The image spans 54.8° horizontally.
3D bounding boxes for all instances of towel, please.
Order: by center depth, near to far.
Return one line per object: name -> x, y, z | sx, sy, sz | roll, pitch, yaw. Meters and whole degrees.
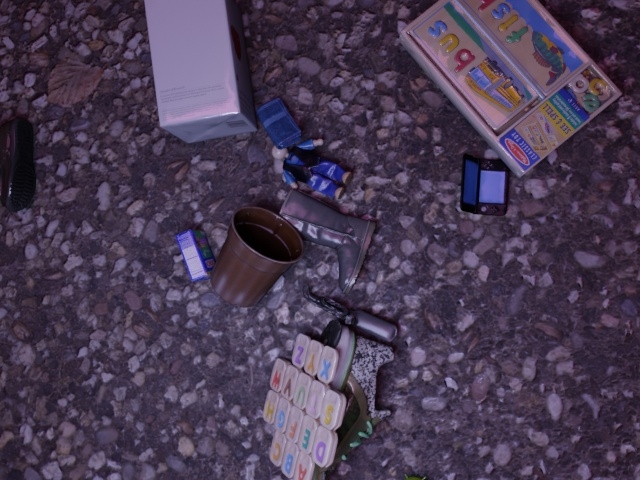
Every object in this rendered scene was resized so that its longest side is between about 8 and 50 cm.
towel -> -0.093, -0.261, 1.371 | 0.067, 0.029, 0.120 | -28, 67, -4

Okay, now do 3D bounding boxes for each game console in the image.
game console -> 0.350, -0.118, 1.312 | 0.107, 0.071, 0.122 | 4, 88, 7

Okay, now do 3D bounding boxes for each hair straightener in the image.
hair straightener -> 0.060, 0.152, 1.323 | 0.230, 0.089, 0.047 | 29, 87, 8

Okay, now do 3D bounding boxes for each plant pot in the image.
plant pot -> -0.146, 0.042, 1.303 | 0.167, 0.167, 0.165 | 40, 121, 7

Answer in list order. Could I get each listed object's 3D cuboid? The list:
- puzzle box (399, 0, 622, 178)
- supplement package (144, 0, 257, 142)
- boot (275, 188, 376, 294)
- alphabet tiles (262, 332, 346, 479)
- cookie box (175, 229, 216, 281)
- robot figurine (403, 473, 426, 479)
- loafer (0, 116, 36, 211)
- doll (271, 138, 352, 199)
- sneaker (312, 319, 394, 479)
puzzle box -> 0.397, -0.372, 1.320 | 0.272, 0.052, 0.409 | -40, 83, 0
supplement package -> -0.254, -0.383, 1.341 | 0.175, 0.177, 0.293 | -9, 87, 6
boot -> 0.000, 0.001, 1.345 | 0.208, 0.076, 0.190 | 18, 76, 1
alphabet tiles -> -0.040, 0.338, 1.249 | 0.021, 0.284, 0.278 | 14, 89, -30
cookie box -> -0.270, 0.033, 1.365 | 0.040, 0.092, 0.107 | -22, 86, 8
robot figurine -> 0.197, 0.551, 1.297 | 0.101, 0.067, 0.115 | 2, 87, 9
loafer -> -0.719, -0.174, 1.441 | 0.078, 0.080, 0.220 | -2, 82, 16
doll -> -0.024, -0.166, 1.370 | 0.188, 0.046, 0.129 | 27, 97, 13
sneaker -> 0.060, 0.383, 1.293 | 0.181, 0.158, 0.411 | 12, 93, -7
